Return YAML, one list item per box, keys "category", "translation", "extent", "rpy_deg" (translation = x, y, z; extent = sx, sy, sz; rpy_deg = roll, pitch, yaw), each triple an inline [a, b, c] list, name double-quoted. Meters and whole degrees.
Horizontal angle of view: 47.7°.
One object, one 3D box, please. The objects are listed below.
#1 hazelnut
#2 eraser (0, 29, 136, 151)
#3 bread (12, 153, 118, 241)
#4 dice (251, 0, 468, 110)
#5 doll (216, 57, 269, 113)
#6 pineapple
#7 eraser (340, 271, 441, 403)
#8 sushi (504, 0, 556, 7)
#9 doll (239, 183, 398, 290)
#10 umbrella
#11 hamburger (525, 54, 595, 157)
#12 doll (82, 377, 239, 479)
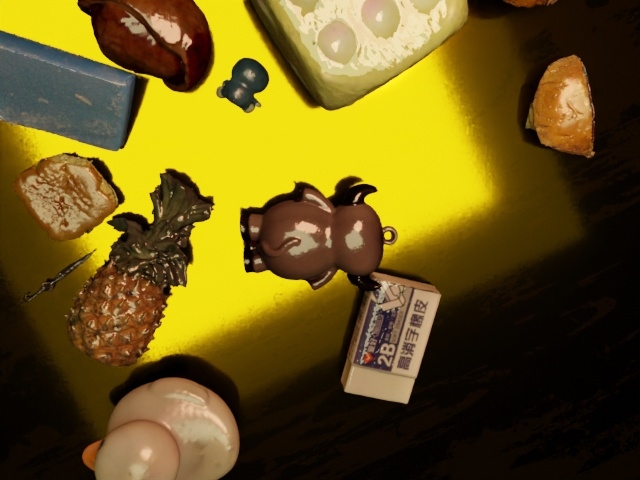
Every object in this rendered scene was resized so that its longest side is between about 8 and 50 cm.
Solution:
- category: "hazelnut"
  translation: [-0.253, -0.314, 1.083]
  extent: [0.160, 0.170, 0.202]
  rpy_deg: [-34, 92, 2]
- category: "eraser"
  translation: [-0.447, -0.239, 1.104]
  extent: [0.311, 0.043, 0.144]
  rpy_deg: [17, 135, -10]
- category: "bread"
  translation: [-0.405, -0.074, 1.165]
  extent: [0.127, 0.069, 0.140]
  rpy_deg: [-35, 103, 0]
- category: "dice"
  translation: [0.045, -0.356, 1.069]
  extent: [0.252, 0.250, 0.254]
  rpy_deg: [-35, 102, 1]
- category: "doll"
  translation: [-0.119, -0.252, 1.175]
  extent: [0.076, 0.050, 0.083]
  rpy_deg: [31, 94, -15]
- category: "pineapple"
  translation: [-0.294, 0.041, 1.173]
  extent: [0.170, 0.141, 0.310]
  rpy_deg: [29, 89, 14]
- category: "eraser"
  translation: [0.121, 0.171, 1.271]
  extent: [0.124, 0.068, 0.210]
  rpy_deg: [13, 99, -11]
- category: "sushi"
  translation: [0.293, -0.482, 1.129]
  extent: [0.296, 0.167, 0.179]
  rpy_deg: [32, 118, -5]
- category: "doll"
  translation: [-0.001, 0.001, 1.199]
  extent: [0.257, 0.117, 0.182]
  rpy_deg: [-6, 101, -4]
- category: "umbrella"
  translation: [-0.435, 0.061, 1.211]
  extent: [0.148, 0.022, 0.022]
  rpy_deg: [-33, 140, 0]
- category: "hamburger"
  translation: [0.404, -0.216, 1.220]
  extent: [0.102, 0.087, 0.176]
  rpy_deg: [-15, 104, -5]
- category: "doll"
  translation: [-0.259, 0.344, 1.190]
  extent: [0.250, 0.221, 0.221]
  rpy_deg: [4, 100, -8]
